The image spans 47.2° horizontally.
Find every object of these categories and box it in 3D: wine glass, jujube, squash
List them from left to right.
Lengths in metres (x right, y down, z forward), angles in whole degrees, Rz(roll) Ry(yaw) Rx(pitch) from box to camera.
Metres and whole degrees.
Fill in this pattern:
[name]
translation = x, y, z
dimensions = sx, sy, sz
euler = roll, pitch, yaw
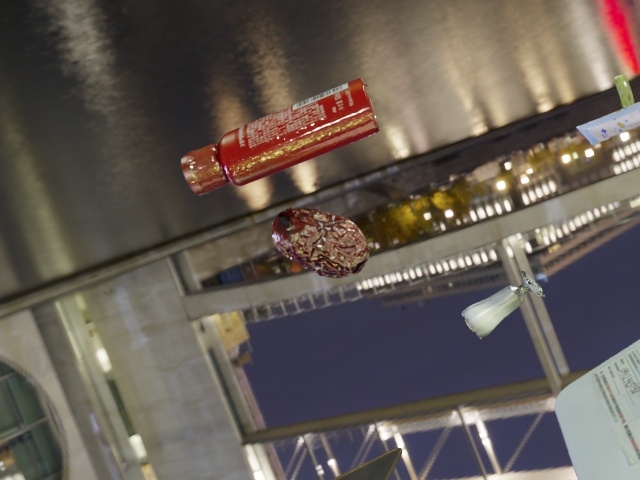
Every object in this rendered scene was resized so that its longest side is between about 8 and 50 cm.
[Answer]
[jujube]
translation = -0.002, -0.002, 1.112
dimensions = 0.166, 0.104, 0.104
euler = 29, 149, -32
[wine glass]
translation = 0.369, 0.129, 1.479
dimensions = 0.155, 0.072, 0.072
euler = -38, 176, 18
[squash]
translation = 0.662, -0.318, 1.591
dimensions = 0.027, 0.083, 0.027
euler = -14, 171, -2

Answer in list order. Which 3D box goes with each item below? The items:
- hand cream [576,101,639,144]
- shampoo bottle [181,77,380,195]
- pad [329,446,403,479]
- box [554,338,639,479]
[hand cream]
translation = 0.613, -0.242, 1.486
dimensions = 0.170, 0.065, 0.043
euler = -24, -143, 44
[shampoo bottle]
translation = -0.062, -0.156, 1.146
dimensions = 0.314, 0.076, 0.118
euler = -21, -138, 9
[pad]
translation = -0.039, 0.452, 0.988
dimensions = 0.375, 0.063, 0.315
euler = -13, 136, -39
[box]
translation = 0.644, 0.313, 1.346
dimensions = 0.396, 0.111, 0.396
euler = -39, -169, 19
